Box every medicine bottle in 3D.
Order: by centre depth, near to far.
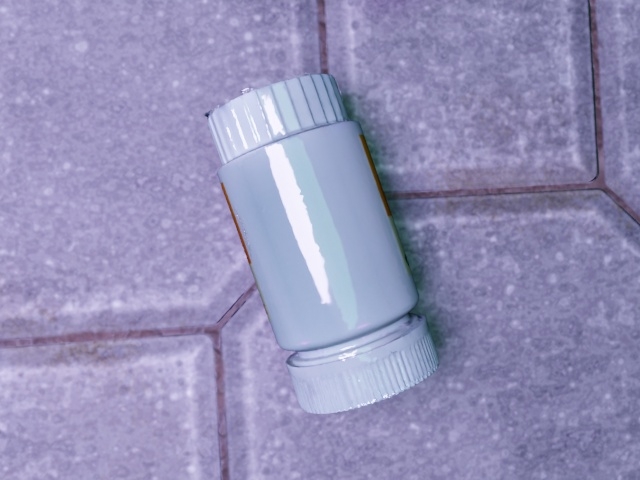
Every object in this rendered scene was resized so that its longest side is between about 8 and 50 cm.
[{"bbox_3d":[0.000,0.000,0.664,0.158,0.158,0.318,-19,93,-6],"label":"medicine bottle"}]
